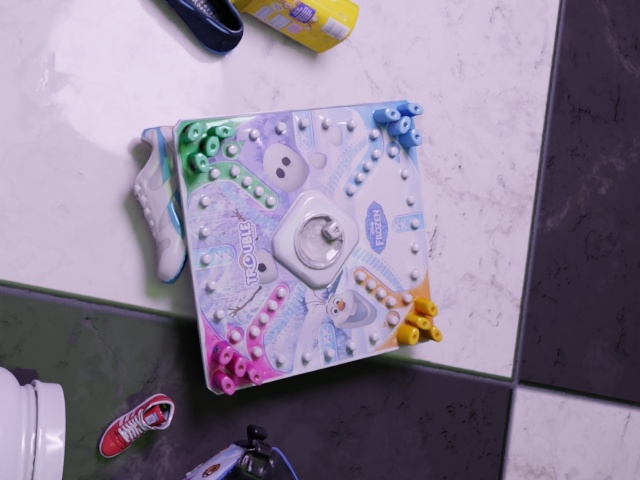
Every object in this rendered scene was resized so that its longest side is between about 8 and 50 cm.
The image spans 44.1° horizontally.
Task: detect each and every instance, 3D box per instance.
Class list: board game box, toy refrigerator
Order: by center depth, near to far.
[{"bbox_3d":[0.000,0.000,1.162,0.389,0.050,0.390,-10,98,-26],"label":"board game box"},{"bbox_3d":[-0.021,-0.046,1.230,0.269,0.094,0.102,6,91,-26],"label":"toy refrigerator"}]

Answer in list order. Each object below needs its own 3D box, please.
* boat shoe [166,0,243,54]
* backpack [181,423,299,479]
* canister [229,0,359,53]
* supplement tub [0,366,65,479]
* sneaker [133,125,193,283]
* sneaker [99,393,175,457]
[{"bbox_3d":[-0.198,-0.401,1.170,0.258,0.089,0.109,43,69,-17],"label":"boat shoe"},{"bbox_3d":[-0.140,0.428,1.067,0.263,0.213,0.277,-30,93,-33],"label":"backpack"},{"bbox_3d":[-0.040,-0.366,1.228,0.169,0.126,0.073,24,75,-25],"label":"canister"},{"bbox_3d":[-0.475,0.254,0.897,0.324,0.235,0.236,8,82,-25],"label":"supplement tub"},{"bbox_3d":[-0.224,-0.052,1.140,0.092,0.087,0.229,4,82,-10],"label":"sneaker"},{"bbox_3d":[-0.254,0.259,1.101,0.118,0.067,0.042,-41,103,-23],"label":"sneaker"}]
